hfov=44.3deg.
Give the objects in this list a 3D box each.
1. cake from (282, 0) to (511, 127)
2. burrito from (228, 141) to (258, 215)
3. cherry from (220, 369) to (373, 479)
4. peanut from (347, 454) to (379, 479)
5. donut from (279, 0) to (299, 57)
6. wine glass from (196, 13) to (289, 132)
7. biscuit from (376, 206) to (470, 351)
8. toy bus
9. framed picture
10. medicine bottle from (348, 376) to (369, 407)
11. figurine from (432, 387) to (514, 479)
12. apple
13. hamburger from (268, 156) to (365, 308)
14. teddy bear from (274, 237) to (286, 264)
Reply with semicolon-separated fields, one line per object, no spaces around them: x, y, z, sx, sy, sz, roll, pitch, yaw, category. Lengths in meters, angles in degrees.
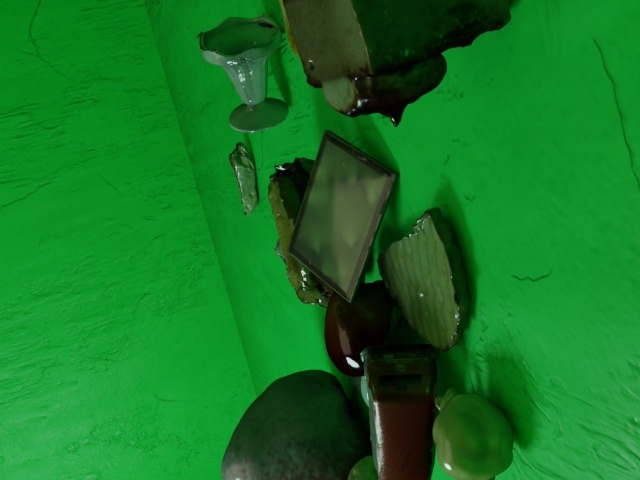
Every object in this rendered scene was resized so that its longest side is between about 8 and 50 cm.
0.072;-0.267;0.793;0.196;0.198;0.293;14;124;67;cake
-0.206;-0.165;2.139;0.058;0.063;0.230;46;153;40;burrito
-0.046;0.450;1.777;0.291;0.334;0.326;66;-161;-50;cherry
0.132;0.545;1.577;0.129;0.129;0.224;98;152;-57;peanut
-0.017;-0.362;1.221;0.190;0.074;0.174;-137;33;-63;donut
-0.142;-0.332;1.569;0.165;0.164;0.196;-123;15;-46;wine glass
0.157;0.070;1.138;0.273;0.036;0.187;135;118;-73;biscuit
0.130;0.285;1.244;0.120;0.121;0.265;-90;-5;-50;toy bus
0.028;-0.039;1.260;0.173;0.010;0.231;39;121;37;framed picture
0.097;0.240;1.447;0.229;0.083;0.121;-132;31;-56;medicine bottle
0.196;0.266;1.095;0.196;0.108;0.114;148;135;-82;figurine
0.075;0.146;1.318;0.156;0.147;0.158;4;-111;-83;apple
0.000;0.000;1.439;0.211;0.132;0.309;-130;27;-56;hamburger
-0.039;0.029;1.658;0.133;0.111;0.213;-118;19;-48;teddy bear
